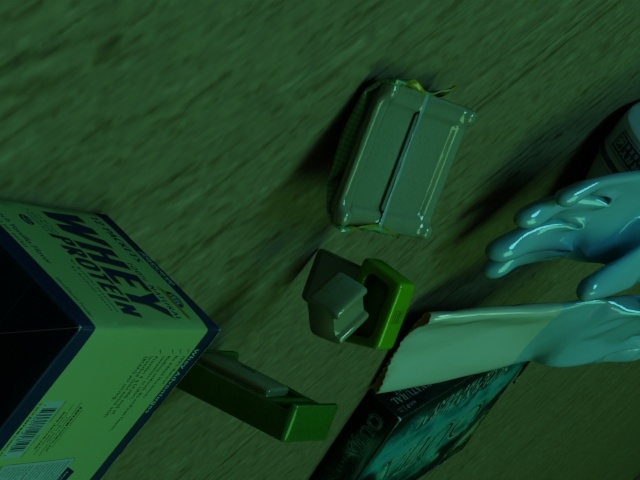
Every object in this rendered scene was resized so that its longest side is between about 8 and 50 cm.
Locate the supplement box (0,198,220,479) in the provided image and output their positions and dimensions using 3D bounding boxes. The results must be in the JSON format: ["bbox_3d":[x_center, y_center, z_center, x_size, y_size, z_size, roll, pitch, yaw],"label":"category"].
[{"bbox_3d":[-0.089,0.037,0.451,0.083,0.056,0.083,-50,161,12],"label":"supplement box"}]

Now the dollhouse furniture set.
[{"bbox_3d":[0.000,0.000,0.620,0.076,0.058,0.152,7,105,-58],"label":"dollhouse furniture set"}]

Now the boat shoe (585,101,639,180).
[{"bbox_3d":[0.237,-0.034,0.950,0.267,0.096,0.088,-17,151,-53],"label":"boat shoe"}]

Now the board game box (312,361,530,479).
[{"bbox_3d":[0.064,0.117,0.987,0.186,0.026,0.126,-22,149,-51],"label":"board game box"}]

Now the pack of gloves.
[{"bbox_3d":[0.169,0.033,0.855,0.232,0.046,0.195,-5,146,-28],"label":"pack of gloves"}]
